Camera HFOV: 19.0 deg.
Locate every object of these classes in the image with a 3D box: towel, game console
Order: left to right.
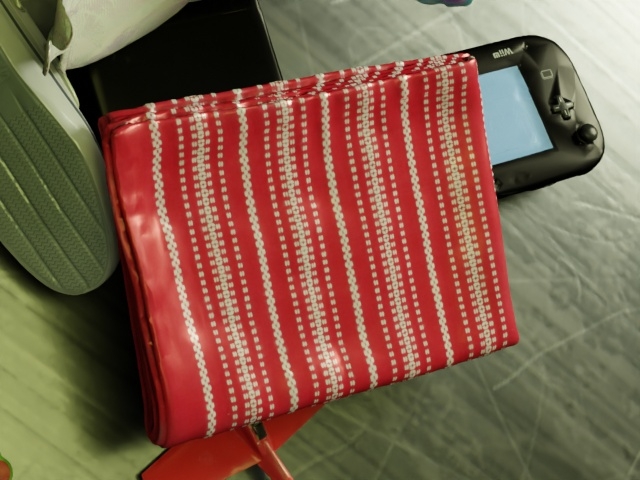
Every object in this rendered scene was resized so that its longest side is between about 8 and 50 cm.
[{"bbox_3d":[0.000,0.000,1.154,0.274,0.031,0.199,-13,98,-32],"label":"towel"},{"bbox_3d":[0.024,-0.068,1.232,0.361,0.044,0.213,-16,86,-29],"label":"game console"}]

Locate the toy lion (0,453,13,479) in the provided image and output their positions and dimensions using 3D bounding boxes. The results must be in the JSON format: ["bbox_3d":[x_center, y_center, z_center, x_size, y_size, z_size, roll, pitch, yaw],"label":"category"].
[{"bbox_3d":[-0.215,0.159,1.086,0.100,0.034,0.096,-31,89,-27],"label":"toy lion"}]

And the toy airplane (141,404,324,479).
[{"bbox_3d":[-0.033,0.137,1.176,0.151,0.028,0.151,7,74,-24],"label":"toy airplane"}]

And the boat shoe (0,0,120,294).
[{"bbox_3d":[-0.172,-0.081,1.118,0.226,0.083,0.076,66,22,-17],"label":"boat shoe"}]

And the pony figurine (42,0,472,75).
[{"bbox_3d":[-0.037,-0.279,1.115,0.351,0.303,0.363,-22,76,-53],"label":"pony figurine"}]
